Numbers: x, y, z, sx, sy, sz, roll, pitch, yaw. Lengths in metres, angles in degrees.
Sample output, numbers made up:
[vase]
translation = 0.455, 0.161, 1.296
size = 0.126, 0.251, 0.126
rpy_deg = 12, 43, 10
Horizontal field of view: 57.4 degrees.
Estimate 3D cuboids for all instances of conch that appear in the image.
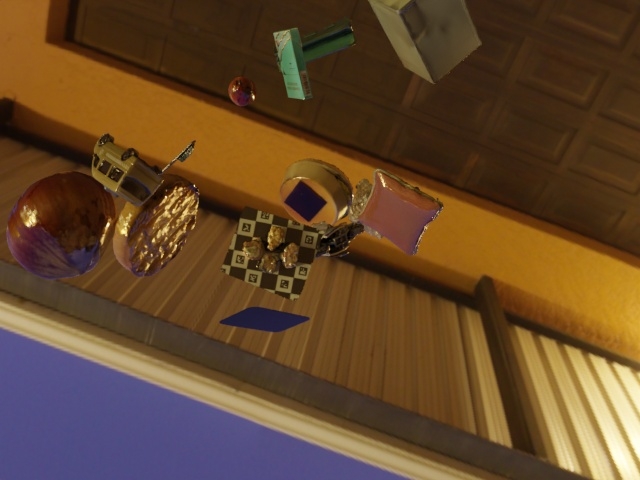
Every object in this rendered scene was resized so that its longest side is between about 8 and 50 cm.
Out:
[conch]
translation = 0.179, -0.120, 2.134
size = 0.163, 0.178, 0.245
rpy_deg = -4, -114, -26

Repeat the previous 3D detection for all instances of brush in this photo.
[brush]
translation = -0.449, -0.241, 1.812
size = 0.027, 0.190, 0.034
rpy_deg = 48, -160, -13

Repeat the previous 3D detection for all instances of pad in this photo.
[pad]
translation = -0.224, 0.246, 1.812
size = 0.323, 0.055, 0.250
rpy_deg = -5, 163, 43

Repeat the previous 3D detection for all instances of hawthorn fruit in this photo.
[hawthorn fruit]
translation = -0.196, -0.375, 1.468
size = 0.077, 0.077, 0.077
rpy_deg = 17, -153, -9

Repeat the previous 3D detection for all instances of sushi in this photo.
[sushi]
translation = -0.117, 0.030, 1.424
size = 0.210, 0.193, 0.040
rpy_deg = 20, 179, -6

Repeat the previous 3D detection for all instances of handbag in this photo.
[handbag]
translation = -0.025, -0.766, 2.278
size = 0.326, 0.089, 0.238
rpy_deg = -22, -152, 6

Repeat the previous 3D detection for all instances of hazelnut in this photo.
[hazelnut]
translation = -0.915, -0.046, 2.073
size = 0.359, 0.409, 0.359
rpy_deg = 30, -150, -19

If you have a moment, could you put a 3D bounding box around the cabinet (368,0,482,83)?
[cabinet]
translation = 0.232, -0.490, 1.298
size = 0.206, 0.145, 0.150
rpy_deg = 48, -177, -42

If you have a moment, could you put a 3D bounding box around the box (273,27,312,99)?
[box]
translation = -0.094, -0.603, 1.999
size = 0.041, 0.229, 0.162
rpy_deg = -20, -158, -17

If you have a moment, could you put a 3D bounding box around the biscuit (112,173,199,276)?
[biscuit]
translation = -0.450, -0.047, 1.592
size = 0.102, 0.296, 0.296
rpy_deg = 27, -153, 15

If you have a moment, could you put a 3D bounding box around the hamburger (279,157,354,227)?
[hamburger]
translation = -0.013, -0.183, 2.258
size = 0.300, 0.300, 0.176
rpy_deg = 26, -127, 10

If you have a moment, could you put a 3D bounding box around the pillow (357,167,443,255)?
[pillow]
translation = 0.178, -0.067, 1.333
size = 0.171, 0.179, 0.075
rpy_deg = 34, -131, 13

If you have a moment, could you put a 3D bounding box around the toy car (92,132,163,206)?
[toy car]
translation = -0.503, -0.176, 1.472
size = 0.256, 0.124, 0.101
rpy_deg = 28, 170, 45

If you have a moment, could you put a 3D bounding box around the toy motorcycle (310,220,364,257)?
[toy motorcycle]
translation = -0.001, -0.006, 1.800
size = 0.204, 0.108, 0.239
rpy_deg = 0, -176, 43
